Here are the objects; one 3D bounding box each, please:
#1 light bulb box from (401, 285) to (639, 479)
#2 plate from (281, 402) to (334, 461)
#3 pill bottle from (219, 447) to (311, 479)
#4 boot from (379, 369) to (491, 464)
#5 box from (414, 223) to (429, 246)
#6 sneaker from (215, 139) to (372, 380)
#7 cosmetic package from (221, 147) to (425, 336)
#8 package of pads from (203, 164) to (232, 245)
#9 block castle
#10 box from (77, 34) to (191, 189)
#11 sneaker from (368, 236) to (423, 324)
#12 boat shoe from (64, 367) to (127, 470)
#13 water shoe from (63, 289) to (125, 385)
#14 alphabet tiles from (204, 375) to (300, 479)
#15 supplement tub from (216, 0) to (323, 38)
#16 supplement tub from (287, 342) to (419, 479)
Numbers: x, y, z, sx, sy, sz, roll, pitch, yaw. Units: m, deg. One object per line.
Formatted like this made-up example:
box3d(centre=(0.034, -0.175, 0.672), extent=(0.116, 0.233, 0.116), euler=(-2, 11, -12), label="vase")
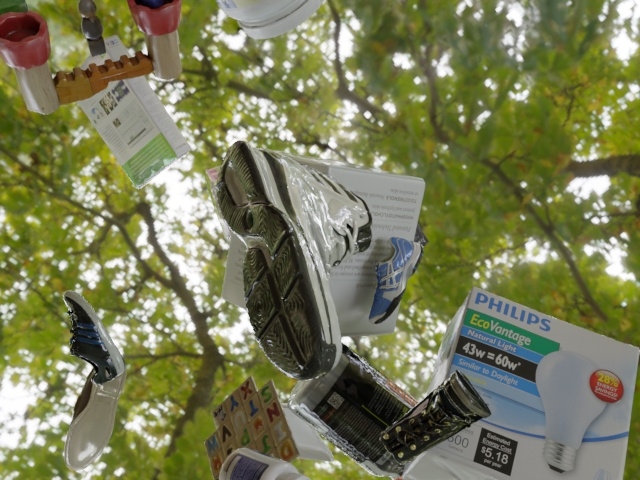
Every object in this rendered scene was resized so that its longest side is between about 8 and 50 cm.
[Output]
box3d(centre=(0.391, 0.340, 1.404), extent=(0.225, 0.358, 0.361), euler=(103, 9, -58), label="light bulb box")
box3d(centre=(-0.120, 0.564, 2.157), extent=(0.278, 0.277, 0.045), euler=(-4, -139, 32), label="plate")
box3d(centre=(-0.105, 0.492, 1.435), extent=(0.186, 0.112, 0.112), euler=(3, -126, 45), label="pill bottle")
box3d(centre=(0.181, 0.296, 1.163), extent=(0.178, 0.085, 0.236), euler=(-36, 162, 2), label="boot")
box3d(centre=(0.216, -0.008, 2.265), extent=(0.231, 0.183, 0.056), euler=(-38, -173, -34), label="box")
box3d(centre=(0.008, 0.018, 1.142), extent=(0.169, 0.257, 0.447), euler=(-56, -139, 36), label="sneaker")
box3d(centre=(0.000, 0.000, 1.754), extent=(0.329, 0.327, 0.394), euler=(20, -77, 46), label="cosmetic package")
box3d(centre=(-0.264, -0.077, 2.220), extent=(0.101, 0.296, 0.229), euler=(-21, -157, -11), label="package of pads")
box3d(centre=(-0.430, -0.454, 1.223), extent=(0.303, 0.213, 0.453), euler=(-19, -125, -17), label="block castle")
box3d(centre=(-0.475, -0.307, 1.759), extent=(0.232, 0.322, 0.058), euler=(-24, -169, 47), label="box")
box3d(centre=(0.155, 0.090, 1.631), extent=(0.211, 0.081, 0.080), euler=(-65, -170, -4), label="sneaker")
box3d(centre=(-0.650, 0.492, 2.038), extent=(0.097, 0.116, 0.324), euler=(-23, -133, 51), label="boat shoe")
box3d(centre=(-0.472, 0.196, 1.436), extent=(0.080, 0.203, 0.073), euler=(-34, -178, -27), label="water shoe")
box3d(centre=(-0.184, 0.531, 1.827), extent=(0.285, 0.011, 0.342), euler=(-45, -134, 19), label="alphabet tiles")
box3d(centre=(-0.143, -0.590, 1.409), extent=(0.235, 0.325, 0.235), euler=(-18, -136, 18), label="supplement tub")
box3d(centre=(0.107, 0.415, 1.706), extent=(0.207, 0.338, 0.207), euler=(-51, 180, 0), label="supplement tub")
